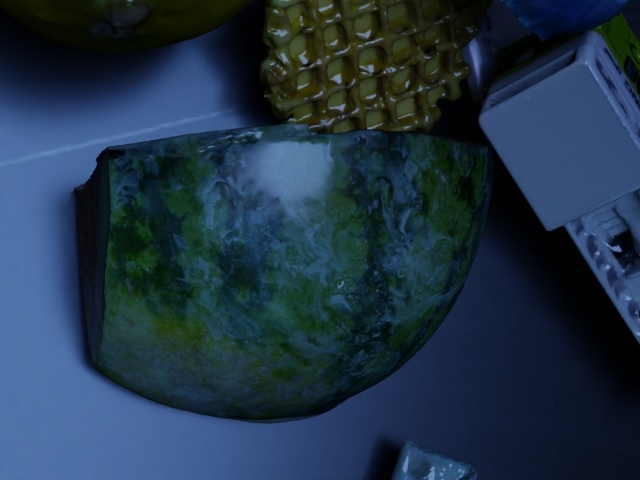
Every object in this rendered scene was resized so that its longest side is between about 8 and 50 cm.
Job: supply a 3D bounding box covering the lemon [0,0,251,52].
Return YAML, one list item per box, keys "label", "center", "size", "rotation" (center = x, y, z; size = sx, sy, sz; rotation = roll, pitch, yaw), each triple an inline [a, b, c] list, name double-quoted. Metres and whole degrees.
- label: "lemon"
  center: [-0.116, -0.219, 0.756]
  size: [0.241, 0.240, 0.219]
  rotation: [5, 68, -19]

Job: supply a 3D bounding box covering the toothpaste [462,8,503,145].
- label: "toothpaste"
  center: [0.110, -0.167, 0.954]
  size: [0.048, 0.031, 0.190]
  rotation: [-25, 98, -29]

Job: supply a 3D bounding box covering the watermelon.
- label: "watermelon"
  center: [0.000, 0.000, 0.848]
  size: [0.305, 0.180, 0.224]
  rotation: [-4, 130, -24]

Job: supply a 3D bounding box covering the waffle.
- label: "waffle"
  center: [0.036, -0.143, 0.875]
  size: [0.191, 0.038, 0.191]
  rotation: [-12, 125, -18]

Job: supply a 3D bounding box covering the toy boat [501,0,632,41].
- label: "toy boat"
  center: [0.104, -0.284, 0.821]
  size: [0.123, 0.215, 0.330]
  rotation: [-37, 73, 19]

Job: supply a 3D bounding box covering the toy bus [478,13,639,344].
- label: "toy bus"
  center: [0.234, -0.018, 0.911]
  size: [0.301, 0.113, 0.139]
  rotation: [55, 32, -11]

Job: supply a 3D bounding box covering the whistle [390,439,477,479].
- label: "whistle"
  center: [0.036, 0.293, 0.868]
  size: [0.062, 0.062, 0.312]
  rotation: [22, 78, -17]
